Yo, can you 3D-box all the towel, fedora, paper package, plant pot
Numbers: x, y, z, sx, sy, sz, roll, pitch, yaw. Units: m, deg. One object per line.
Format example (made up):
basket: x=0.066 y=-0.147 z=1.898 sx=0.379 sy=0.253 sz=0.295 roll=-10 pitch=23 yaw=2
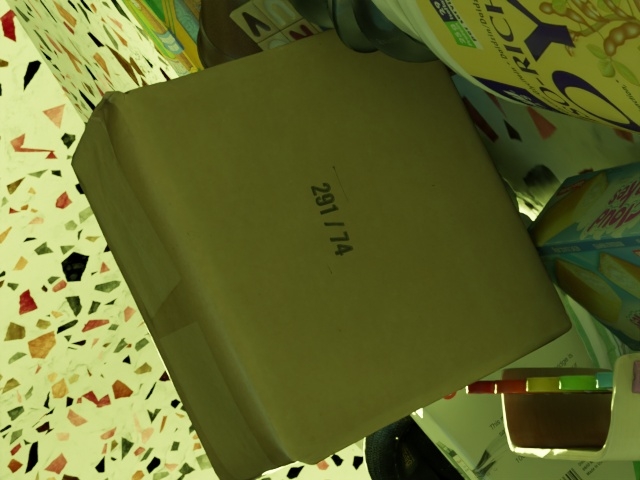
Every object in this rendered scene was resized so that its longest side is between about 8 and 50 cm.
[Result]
towel: x=0.292 y=0.085 z=1.419 sx=0.152 sy=0.023 sz=0.113 roll=94 pitch=152 yaw=-72
fedora: x=0.213 y=0.249 z=1.866 sx=0.152 sy=0.334 sz=0.334 roll=-93 pitch=-22 yaw=-49
paper package: x=0.000 y=0.000 z=1.161 sx=0.325 sy=0.309 sz=0.168 roll=65 pitch=152 yaw=5
plant pot: x=-0.052 y=-0.257 z=1.378 sx=0.167 sy=0.167 sz=0.165 roll=43 pitch=158 yaw=27

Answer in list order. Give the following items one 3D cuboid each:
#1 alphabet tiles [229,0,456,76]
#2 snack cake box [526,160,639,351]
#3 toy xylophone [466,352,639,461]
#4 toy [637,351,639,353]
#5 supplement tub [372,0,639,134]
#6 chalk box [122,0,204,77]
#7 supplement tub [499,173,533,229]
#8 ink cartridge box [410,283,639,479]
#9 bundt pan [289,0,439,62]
alphabet tiles: x=0.023 y=-0.203 z=1.248 sx=0.198 sy=0.009 sz=0.237 roll=43 pitch=146 yaw=-21
snack cake box: x=0.282 y=0.015 z=1.113 sx=0.152 sy=0.089 sz=0.264 roll=41 pitch=169 yaw=-8
toy xylophone: x=0.276 y=0.142 z=1.157 sx=0.322 sy=0.236 sz=0.081 roll=158 pitch=113 yaw=-71
toy: x=0.401 y=0.155 z=1.256 sx=0.237 sy=0.056 sz=0.137 roll=34 pitch=158 yaw=36
supplement tub: x=0.171 y=-0.169 z=0.654 sx=0.241 sy=0.241 sz=0.331 roll=56 pitch=166 yaw=-28
chalk box: x=-0.127 y=-0.259 z=1.655 sx=0.213 sy=0.132 sz=0.132 roll=54 pitch=167 yaw=-19
supplement tub: x=0.063 y=-0.023 z=1.469 sx=0.325 sy=0.235 sz=0.235 roll=42 pitch=166 yaw=30
ink cartridge box: x=0.258 y=0.211 z=1.560 sx=0.289 sy=0.211 sz=0.121 roll=50 pitch=169 yaw=2
bundt pan: x=0.033 y=-0.259 z=0.982 sx=0.331 sy=0.124 sz=0.331 roll=35 pitch=155 yaw=19
